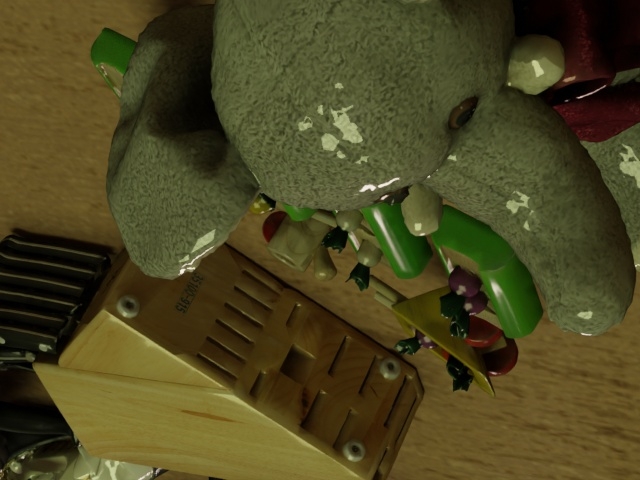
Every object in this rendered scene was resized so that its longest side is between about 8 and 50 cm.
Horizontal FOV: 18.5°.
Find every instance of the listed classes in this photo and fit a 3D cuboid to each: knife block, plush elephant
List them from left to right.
[{"bbox_3d":[-0.106,0.092,1.249,0.276,0.088,0.242,33,145,-9],"label":"knife block"},{"bbox_3d":[0.065,-0.082,0.761,0.330,0.255,0.272,37,138,-9],"label":"plush elephant"}]

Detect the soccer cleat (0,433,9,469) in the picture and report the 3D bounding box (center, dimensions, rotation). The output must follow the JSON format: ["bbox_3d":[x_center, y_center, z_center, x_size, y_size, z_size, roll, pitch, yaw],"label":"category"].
[{"bbox_3d":[-0.327,0.167,1.420,0.108,0.116,0.318,44,153,-22],"label":"soccer cleat"}]

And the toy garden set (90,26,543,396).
[{"bbox_3d":[0.000,0.000,1.033,0.244,0.049,0.204,28,168,20],"label":"toy garden set"}]

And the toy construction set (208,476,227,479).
[{"bbox_3d":[-0.018,0.285,1.353,0.237,0.257,0.309,23,167,-15],"label":"toy construction set"}]

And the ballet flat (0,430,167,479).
[{"bbox_3d":[-0.162,0.155,1.380,0.203,0.074,0.074,-11,130,41],"label":"ballet flat"}]
